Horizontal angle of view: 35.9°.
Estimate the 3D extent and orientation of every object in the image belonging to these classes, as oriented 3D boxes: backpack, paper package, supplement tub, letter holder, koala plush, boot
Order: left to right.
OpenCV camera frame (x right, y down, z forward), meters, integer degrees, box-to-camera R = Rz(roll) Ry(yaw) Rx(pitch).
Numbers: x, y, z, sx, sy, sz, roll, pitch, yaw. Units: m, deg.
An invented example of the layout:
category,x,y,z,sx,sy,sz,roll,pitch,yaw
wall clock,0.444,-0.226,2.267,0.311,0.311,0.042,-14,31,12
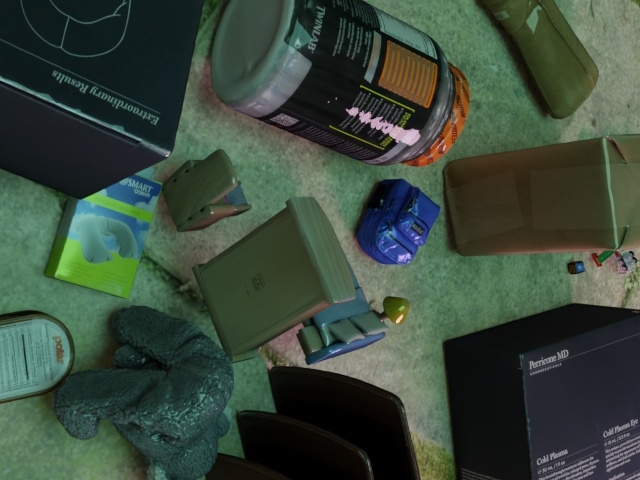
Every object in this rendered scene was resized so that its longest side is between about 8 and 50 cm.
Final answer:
category,x,y,z,sx,sy,sz,roll,pitch,yaw
koala plush,-0.190,0.231,1.258,0.196,0.203,0.221,-55,146,-41
letter holder,-0.022,0.293,1.298,0.152,0.302,0.214,-17,101,-34
supplement tub,0.035,-0.229,1.380,0.338,0.207,0.207,19,80,-35
backpack,0.117,-0.025,1.514,0.098,0.101,0.120,37,74,-24
boot,0.411,-0.388,1.727,0.236,0.089,0.269,-48,118,-13
paper package,0.425,-0.073,1.592,0.309,0.325,0.168,-7,91,-37

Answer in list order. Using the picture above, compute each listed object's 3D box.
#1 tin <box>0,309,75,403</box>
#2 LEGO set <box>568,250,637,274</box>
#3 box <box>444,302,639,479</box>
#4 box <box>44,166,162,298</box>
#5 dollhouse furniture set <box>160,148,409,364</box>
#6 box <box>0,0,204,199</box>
category,x,y,z,sx,sy,sz,roll,pitch,yaw
tin,-0.389,0.145,1.192,0.189,0.040,0.106,-9,101,-36
LEGO set,0.528,-0.042,1.858,0.182,0.060,0.244,18,80,-23
box,0.405,0.293,1.684,0.343,0.179,0.312,-11,99,-36
box,-0.273,-0.025,1.265,0.109,0.042,0.178,20,81,-35
dollhouse furniture set,0.000,0.000,1.330,0.303,0.198,0.286,-6,69,-51
box,-0.300,-0.290,1.083,0.293,0.212,0.395,24,64,-34
